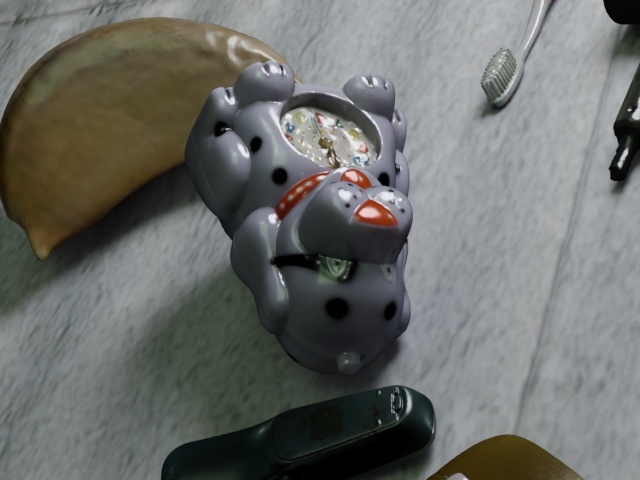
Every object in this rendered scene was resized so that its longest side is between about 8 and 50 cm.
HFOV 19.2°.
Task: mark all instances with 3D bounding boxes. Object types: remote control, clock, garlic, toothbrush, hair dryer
[{"bbox_3d":[-0.019,0.159,1.422,0.222,0.042,0.072,-17,38,15],"label":"remote control"},{"bbox_3d":[0.000,-0.004,1.504,0.189,0.189,0.254,-24,44,8],"label":"clock"},{"bbox_3d":[-0.139,-0.109,1.752,0.338,0.151,0.196,-20,66,1],"label":"garlic"},{"bbox_3d":[0.209,-0.235,1.720,0.025,0.029,0.307,-4,44,40],"label":"toothbrush"},{"bbox_3d":[0.305,-0.147,1.545,0.196,0.078,0.248,6,60,36],"label":"hair dryer"}]

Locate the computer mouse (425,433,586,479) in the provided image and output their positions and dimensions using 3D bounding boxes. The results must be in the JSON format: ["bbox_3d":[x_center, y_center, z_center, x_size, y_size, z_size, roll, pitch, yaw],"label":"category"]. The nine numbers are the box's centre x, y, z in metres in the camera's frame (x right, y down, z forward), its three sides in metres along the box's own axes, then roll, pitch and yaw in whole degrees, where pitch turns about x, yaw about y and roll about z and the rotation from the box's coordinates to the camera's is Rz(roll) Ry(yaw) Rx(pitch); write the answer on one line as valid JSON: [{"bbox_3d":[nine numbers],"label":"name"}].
[{"bbox_3d":[0.137,0.211,1.257,0.126,0.056,0.245,-37,37,-9],"label":"computer mouse"}]
